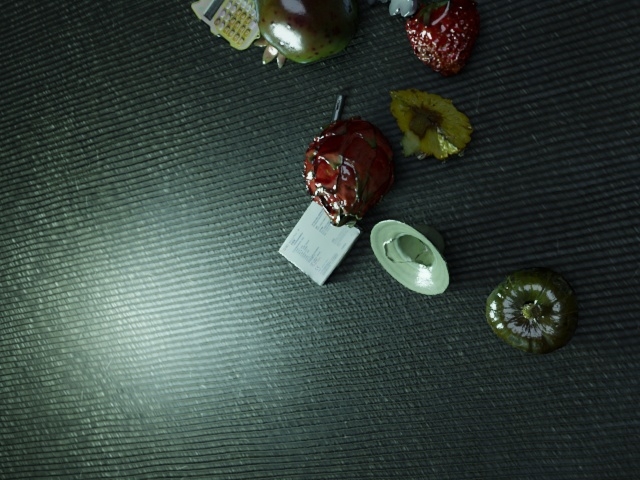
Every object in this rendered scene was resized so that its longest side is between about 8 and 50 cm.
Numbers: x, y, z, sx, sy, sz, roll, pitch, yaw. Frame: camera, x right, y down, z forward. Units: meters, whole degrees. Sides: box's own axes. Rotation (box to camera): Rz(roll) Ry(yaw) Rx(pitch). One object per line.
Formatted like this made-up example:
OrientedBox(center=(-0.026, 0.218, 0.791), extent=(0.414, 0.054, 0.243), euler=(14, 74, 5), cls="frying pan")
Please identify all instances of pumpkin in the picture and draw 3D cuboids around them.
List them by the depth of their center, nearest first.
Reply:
OrientedBox(center=(0.523, 0.169, 1.551), extent=(0.219, 0.162, 0.218), euler=(-1, 87, 22), cls="pumpkin")

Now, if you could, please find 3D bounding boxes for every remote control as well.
OrientedBox(center=(0.046, -0.364, 1.780), extent=(0.034, 0.016, 0.091), euler=(15, 96, 14), cls="remote control")

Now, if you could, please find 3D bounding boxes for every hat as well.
OrientedBox(center=(0.261, 0.016, 1.655), extent=(0.252, 0.252, 0.110), euler=(38, 61, 15), cls="hat")

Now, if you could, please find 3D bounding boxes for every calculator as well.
OrientedBox(center=(-0.262, -0.668, 1.875), extent=(0.236, 0.033, 0.157), euler=(43, 103, 11), cls="calculator")

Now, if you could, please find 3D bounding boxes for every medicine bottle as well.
OrientedBox(center=(0.000, 0.000, 1.785), extent=(0.171, 0.052, 0.201), euler=(38, 103, 15), cls="medicine bottle")

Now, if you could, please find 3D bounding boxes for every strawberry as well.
OrientedBox(center=(0.318, -0.518, 1.609), extent=(0.187, 0.184, 0.201), euler=(-12, 111, 21), cls="strawberry")

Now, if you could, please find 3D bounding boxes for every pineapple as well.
OrientedBox(center=(0.295, -0.284, 1.664), extent=(0.250, 0.140, 0.164), euler=(41, 145, 29), cls="pineapple")

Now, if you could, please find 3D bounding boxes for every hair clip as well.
OrientedBox(center=(0.183, -0.666, 1.644), extent=(0.257, 0.075, 0.146), euler=(42, 124, 41), cls="hair clip")

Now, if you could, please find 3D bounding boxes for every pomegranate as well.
OrientedBox(center=(-0.041, -0.600, 1.712), extent=(0.291, 0.323, 0.290), euler=(2, 71, -6), cls="pomegranate")

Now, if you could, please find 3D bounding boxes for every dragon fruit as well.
OrientedBox(center=(0.075, -0.179, 1.669), extent=(0.245, 0.244, 0.298), euler=(5, 85, 19), cls="dragon fruit")
